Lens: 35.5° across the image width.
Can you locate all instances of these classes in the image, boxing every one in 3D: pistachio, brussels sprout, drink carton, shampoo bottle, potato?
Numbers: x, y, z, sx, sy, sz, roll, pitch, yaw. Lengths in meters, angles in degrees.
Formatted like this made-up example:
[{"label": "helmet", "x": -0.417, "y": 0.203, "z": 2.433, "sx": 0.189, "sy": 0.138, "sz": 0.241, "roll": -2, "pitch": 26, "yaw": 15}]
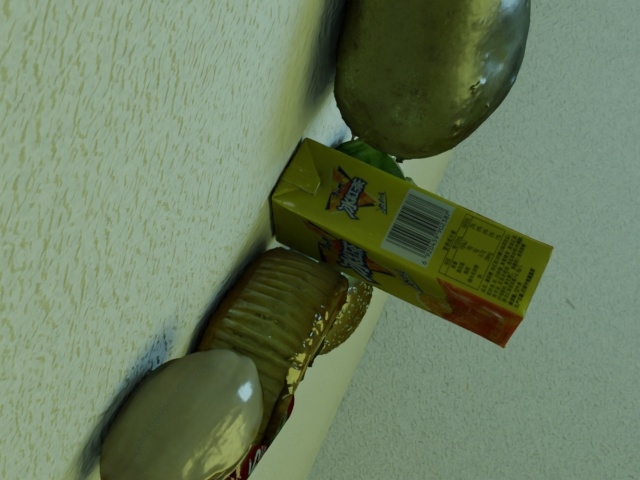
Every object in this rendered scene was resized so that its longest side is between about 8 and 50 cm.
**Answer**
[{"label": "pistachio", "x": -0.146, "y": 0.204, "z": 1.070, "sx": 0.215, "sy": 0.144, "sz": 0.144, "roll": -50, "pitch": 164, "yaw": -32}, {"label": "brussels sprout", "x": 0.065, "y": -0.084, "z": 1.501, "sx": 0.183, "sy": 0.146, "sz": 0.131, "roll": -115, "pitch": -172, "yaw": -52}, {"label": "drink carton", "x": 0.112, "y": 0.006, "z": 1.319, "sx": 0.154, "sy": 0.351, "sz": 0.111, "roll": 91, "pitch": 25, "yaw": -68}, {"label": "shampoo bottle", "x": -0.135, "y": 0.353, "z": 1.693, "sx": 0.314, "sy": 0.076, "sz": 0.118, "roll": -49, "pitch": 164, "yaw": -59}, {"label": "potato", "x": 0.143, "y": -0.271, "z": 1.197, "sx": 0.269, "sy": 0.219, "sz": 0.359, "roll": -48, "pitch": 159, "yaw": -40}]

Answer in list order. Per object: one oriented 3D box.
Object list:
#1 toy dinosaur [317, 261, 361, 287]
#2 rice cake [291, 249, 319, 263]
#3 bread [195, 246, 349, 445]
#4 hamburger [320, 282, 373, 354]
[{"label": "toy dinosaur", "x": 0.031, "y": 0.050, "z": 1.521, "sx": 0.251, "sy": 0.072, "sz": 0.200, "roll": -26, "pitch": 159, "yaw": -11}, {"label": "rice cake", "x": 0.000, "y": 0.000, "z": 1.640, "sx": 0.226, "sy": 0.040, "sz": 0.085, "roll": -51, "pitch": 162, "yaw": -54}, {"label": "bread", "x": -0.068, "y": 0.133, "z": 1.319, "sx": 0.227, "sy": 0.143, "sz": 0.253, "roll": 102, "pitch": 13, "yaw": -49}, {"label": "hamburger", "x": 0.013, "y": 0.109, "z": 1.749, "sx": 0.189, "sy": 0.122, "sz": 0.215, "roll": -62, "pitch": 168, "yaw": -6}]
